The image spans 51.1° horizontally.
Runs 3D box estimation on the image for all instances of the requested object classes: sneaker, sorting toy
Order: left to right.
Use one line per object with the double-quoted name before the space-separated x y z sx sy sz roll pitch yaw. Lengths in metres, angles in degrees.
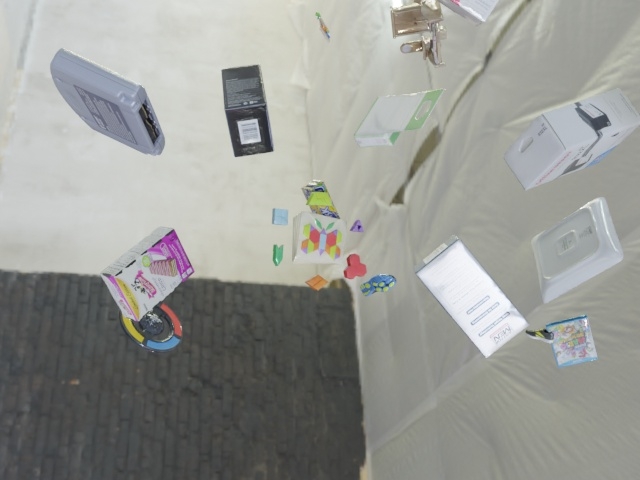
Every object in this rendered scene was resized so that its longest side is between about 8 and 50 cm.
"sorting toy" 0.008 -0.634 1.982 0.083 0.012 0.062 50 28 -40
"sneaker" 0.209 0.148 2.367 0.067 0.078 0.188 59 -30 -1
"sneaker" 0.621 0.262 1.890 0.083 0.031 0.035 15 -74 35

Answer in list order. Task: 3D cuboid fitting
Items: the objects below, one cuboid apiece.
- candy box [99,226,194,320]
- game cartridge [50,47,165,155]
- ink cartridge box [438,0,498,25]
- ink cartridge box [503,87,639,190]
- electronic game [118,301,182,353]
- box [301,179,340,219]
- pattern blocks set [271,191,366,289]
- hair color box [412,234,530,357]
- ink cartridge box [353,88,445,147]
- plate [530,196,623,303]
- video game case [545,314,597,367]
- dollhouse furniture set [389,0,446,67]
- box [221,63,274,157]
"candy box" -0.478 0.090 1.872 0.071 0.233 0.159 8 -50 39
"game cartridge" -0.428 -0.273 1.351 0.294 0.196 0.060 107 5 -75
"ink cartridge box" 0.487 -0.841 2.058 0.283 0.207 0.117 -58 -173 9
"ink cartridge box" 0.712 -0.285 1.900 0.129 0.308 0.223 62 -25 17
"electronic game" -0.552 0.271 2.185 0.048 0.229 0.229 -47 -147 27
"box" 0.007 -0.099 2.040 0.059 0.054 0.168 15 -44 56
"pattern blocks set" 0.000 0.000 1.956 0.026 0.325 0.285 -2 -86 55
"hair color box" 0.461 0.170 2.063 0.174 0.347 0.105 -39 -174 6
"ink cartridge box" 0.225 -0.339 1.865 0.235 0.056 0.171 5 -128 41
"plate" 0.756 0.019 2.025 0.278 0.045 0.277 -39 -152 35
"video game case" 0.753 0.303 2.004 0.015 0.119 0.166 -80 149 -59
"dollhouse furniture set" 0.357 -0.715 2.443 0.303 0.174 0.355 75 11 -46
"box" -0.191 -0.341 1.749 0.153 0.108 0.207 84 -4 -45
